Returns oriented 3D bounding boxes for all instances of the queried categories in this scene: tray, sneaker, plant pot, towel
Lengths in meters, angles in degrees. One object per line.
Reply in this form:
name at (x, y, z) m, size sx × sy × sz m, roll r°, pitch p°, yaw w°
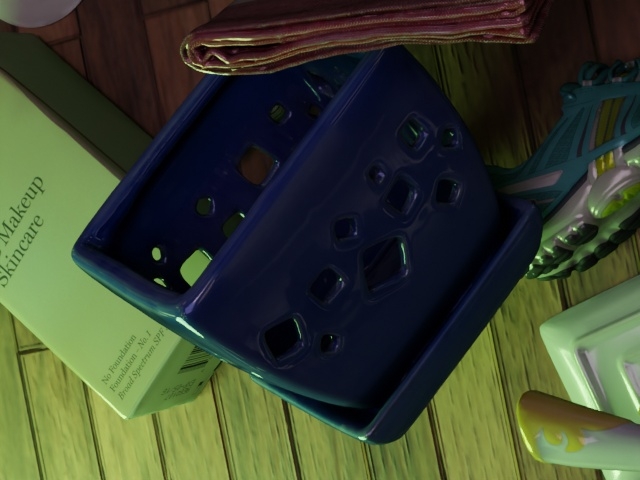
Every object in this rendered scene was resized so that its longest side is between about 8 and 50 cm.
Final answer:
tray at (0.292, 0.072, 1.339) m, size 0.270 × 0.030 × 0.145 m, roll -28°, pitch 82°, yaw 26°
sneaker at (0.217, -0.086, 1.328) m, size 0.275 × 0.107 × 0.110 m, roll -40°, pitch 67°, yaw 24°
plant pot at (0.000, 0.000, 1.325) m, size 0.236 × 0.212 × 0.236 m, roll -53°, pitch 27°, yaw -9°
towel at (0.080, -0.188, 1.271) m, size 0.237 × 0.329 × 0.037 m, roll -3°, pitch 113°, yaw 27°

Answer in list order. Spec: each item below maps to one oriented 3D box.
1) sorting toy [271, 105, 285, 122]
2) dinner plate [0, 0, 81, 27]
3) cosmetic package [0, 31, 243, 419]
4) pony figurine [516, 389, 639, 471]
sorting toy at (-0.064, -0.105, 1.508) m, size 0.102 × 0.042 × 0.061 m, roll -33°, pitch 94°, yaw 13°
dinner plate at (-0.247, -0.250, 1.600) m, size 0.141 × 0.017 × 0.141 m, roll 3°, pitch 96°, yaw 26°
cosmetic package at (-0.196, -0.017, 1.538) m, size 0.309 × 0.113 × 0.160 m, roll 39°, pitch 110°, yaw 18°
pony figurine at (0.334, 0.196, 1.202) m, size 0.363 × 0.303 × 0.351 m, roll -22°, pitch 85°, yaw 42°
